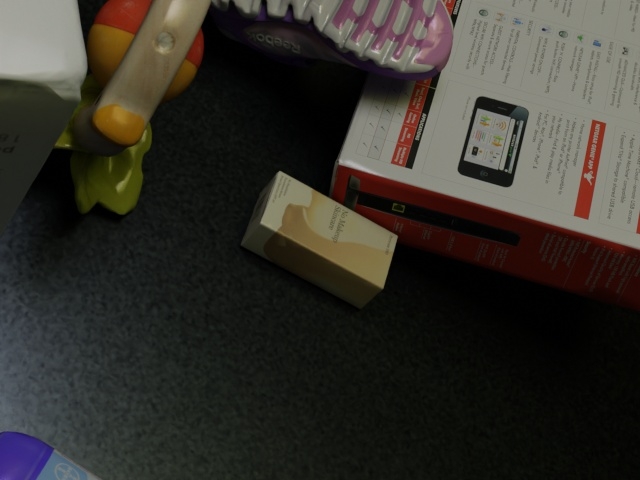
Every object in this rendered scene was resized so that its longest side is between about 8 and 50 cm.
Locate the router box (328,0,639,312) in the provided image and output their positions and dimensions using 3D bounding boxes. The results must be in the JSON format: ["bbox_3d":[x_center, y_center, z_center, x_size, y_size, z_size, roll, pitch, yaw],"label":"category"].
[{"bbox_3d":[0.192,-0.121,1.155,0.301,0.082,0.336,17,53,4],"label":"router box"}]

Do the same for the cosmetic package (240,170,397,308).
[{"bbox_3d":[0.000,0.000,1.062,0.115,0.041,0.060,27,52,-14],"label":"cosmetic package"}]

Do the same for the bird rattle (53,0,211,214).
[{"bbox_3d":[-0.121,-0.140,0.953,0.143,0.207,0.254,38,83,-20],"label":"bird rattle"}]

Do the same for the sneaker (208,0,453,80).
[{"bbox_3d":[0.000,-0.184,1.097,0.236,0.105,0.095,22,63,15],"label":"sneaker"}]

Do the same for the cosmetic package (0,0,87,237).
[{"bbox_3d":[-0.363,-0.177,0.771,0.329,0.327,0.394,1,62,-30],"label":"cosmetic package"}]

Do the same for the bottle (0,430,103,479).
[{"bbox_3d":[-0.113,0.238,0.823,0.282,0.092,0.118,36,50,-7],"label":"bottle"}]
